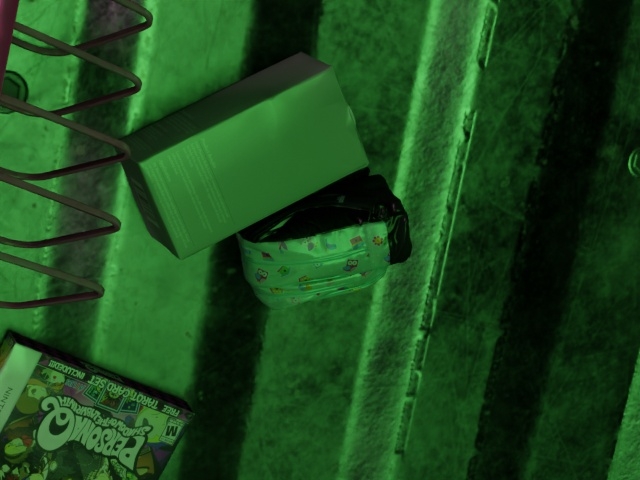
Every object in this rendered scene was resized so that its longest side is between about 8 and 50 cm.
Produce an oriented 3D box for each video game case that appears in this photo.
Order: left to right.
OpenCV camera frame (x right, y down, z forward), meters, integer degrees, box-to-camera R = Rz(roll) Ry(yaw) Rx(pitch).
[{"bbox_3d":[-0.287,0.235,1.617,0.232,0.042,0.210,27,96,-28],"label":"video game case"}]

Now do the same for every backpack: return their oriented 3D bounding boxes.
[{"bbox_3d":[0.000,0.000,1.609,0.182,0.152,0.115,-16,108,-7],"label":"backpack"}]

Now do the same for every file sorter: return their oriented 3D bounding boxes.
[{"bbox_3d":[-0.287,-0.094,1.350,0.182,0.202,0.290,21,69,-40],"label":"file sorter"}]

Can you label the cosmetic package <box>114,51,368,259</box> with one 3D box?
[{"bbox_3d":[-0.083,-0.093,1.564,0.238,0.107,0.127,-27,116,-16],"label":"cosmetic package"}]
